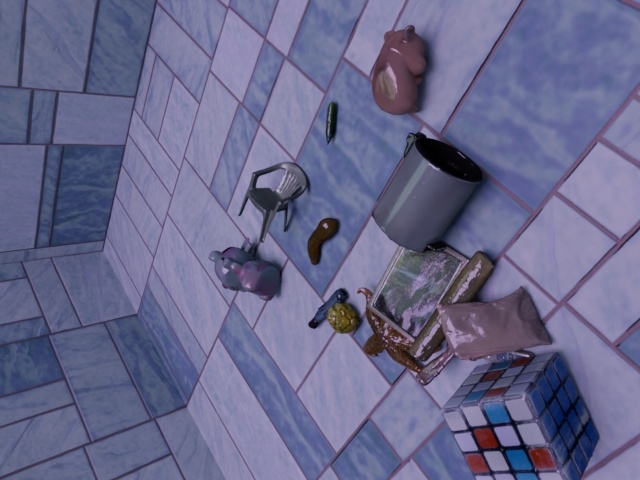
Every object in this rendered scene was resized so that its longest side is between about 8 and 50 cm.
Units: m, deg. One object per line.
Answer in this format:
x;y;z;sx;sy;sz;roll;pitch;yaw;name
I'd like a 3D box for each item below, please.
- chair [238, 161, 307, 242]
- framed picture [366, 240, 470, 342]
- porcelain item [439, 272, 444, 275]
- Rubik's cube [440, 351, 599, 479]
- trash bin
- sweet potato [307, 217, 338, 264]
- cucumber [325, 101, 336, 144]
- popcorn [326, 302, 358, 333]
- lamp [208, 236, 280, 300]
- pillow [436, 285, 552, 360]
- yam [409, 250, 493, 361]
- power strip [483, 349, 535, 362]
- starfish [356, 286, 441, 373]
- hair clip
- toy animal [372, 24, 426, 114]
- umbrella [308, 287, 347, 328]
-0.187;-0.168;1.999;0.203;0.190;0.274;49;136;27;chair
0.303;0.142;1.579;0.240;0.020;0.324;38;108;35;framed picture
0.407;0.165;1.530;0.075;0.021;0.136;-5;93;47;porcelain item
0.515;0.469;1.282;0.253;0.259;0.256;-28;86;42;Rubik's cube
0.306;-0.132;1.443;0.277;0.217;0.262;49;129;27;trash bin
-0.004;-0.003;1.907;0.081;0.062;0.233;50;132;26;sweet potato
0.036;-0.426;1.805;0.037;0.037;0.155;18;108;43;cucumber
0.082;0.289;1.842;0.106;0.121;0.116;106;174;-75;popcorn
-0.322;0.117;2.174;0.301;0.247;0.247;17;78;37;lamp
0.473;0.230;1.369;0.270;0.067;0.173;-16;77;13;pillow
0.385;0.198;1.465;0.083;0.083;0.371;42;110;33;yam
0.529;0.329;1.426;0.191;0.030;0.047;4;99;45;power strip
0.237;0.317;1.685;0.327;0.094;0.375;-40;73;40;starfish
0.405;0.323;1.495;0.300;0.069;0.173;-54;43;18;hair clip
0.236;-0.508;1.497;0.166;0.154;0.250;21;109;51;toy animal
0.022;0.267;1.929;0.250;0.052;0.053;-50;60;38;umbrella
